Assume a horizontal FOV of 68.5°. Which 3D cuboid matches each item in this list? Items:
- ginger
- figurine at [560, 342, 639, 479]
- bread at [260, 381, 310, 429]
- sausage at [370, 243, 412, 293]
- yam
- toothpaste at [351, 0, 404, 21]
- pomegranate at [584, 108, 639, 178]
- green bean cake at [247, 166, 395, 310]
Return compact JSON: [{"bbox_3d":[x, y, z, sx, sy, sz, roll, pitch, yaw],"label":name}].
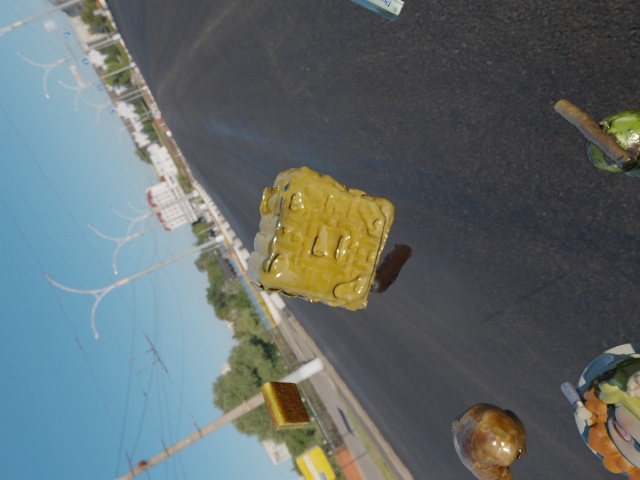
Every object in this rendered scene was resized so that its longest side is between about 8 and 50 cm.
[{"bbox_3d":[0.415,0.497,1.163,0.172,0.165,0.321,54,171,39],"label":"ginger"},{"bbox_3d":[0.513,0.219,0.623,0.224,0.205,0.382,42,158,18],"label":"figurine"},{"bbox_3d":[-0.074,0.342,0.977,0.090,0.035,0.094,25,-150,-51],"label":"bread"},{"bbox_3d":[0.221,0.080,1.471,0.078,0.304,0.078,16,123,26],"label":"sausage"},{"bbox_3d":[0.654,-0.259,1.127,0.326,0.045,0.045,-94,10,-52],"label":"yam"},{"bbox_3d":[0.107,-0.557,1.076,0.164,0.034,0.046,23,-176,-7],"label":"toothpaste"},{"bbox_3d":[1.001,-0.287,1.542,0.222,0.204,0.276,-129,16,-69],"label":"pomegranate"},{"bbox_3d":[0.000,0.000,0.833,0.131,0.224,0.229,6,79,69],"label":"green bean cake"}]
